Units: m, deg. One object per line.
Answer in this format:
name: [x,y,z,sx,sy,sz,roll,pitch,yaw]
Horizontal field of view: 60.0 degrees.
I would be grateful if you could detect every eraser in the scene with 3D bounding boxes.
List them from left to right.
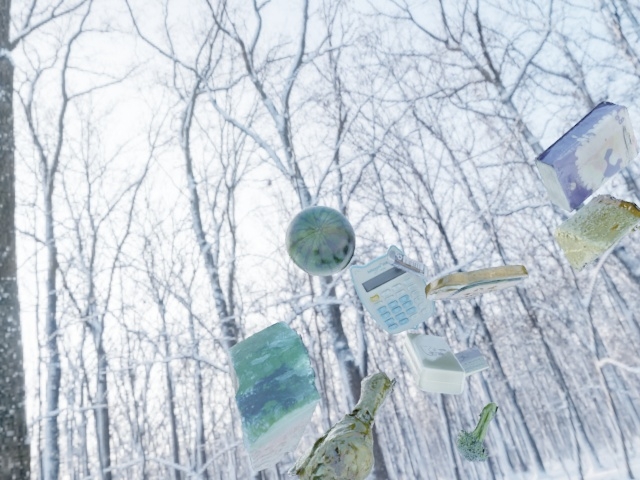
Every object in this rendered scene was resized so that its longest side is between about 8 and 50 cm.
eraser: [0.163,0.046,1.034,0.099,0.027,0.019,22,-35,-16]

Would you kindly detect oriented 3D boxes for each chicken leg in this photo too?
chicken leg: [0.093,0.528,1.553,0.201,0.429,0.153,-9,-59,43]

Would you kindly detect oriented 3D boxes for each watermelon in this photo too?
watermelon: [-0.126,0.356,1.217,0.151,0.264,0.302,0,-57,-23]
watermelon: [0.001,0.001,1.836,0.242,0.242,0.242,-11,-25,-5]

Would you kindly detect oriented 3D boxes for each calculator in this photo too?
calculator: [0.289,0.205,2.174,0.256,0.054,0.386,-29,-71,10]

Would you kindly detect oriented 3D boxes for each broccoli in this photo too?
broccoli: [0.510,0.610,1.784,0.118,0.204,0.122,12,-36,43]

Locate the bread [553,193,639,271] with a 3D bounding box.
bread: [1.057,0.004,2.023,0.248,0.315,0.279,-35,-66,3]

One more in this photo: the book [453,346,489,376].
book: [0.497,0.418,1.895,0.127,0.014,0.182,-22,8,7]

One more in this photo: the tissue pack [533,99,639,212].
tissue pack: [0.947,-0.299,1.964,0.343,0.125,0.242,-41,-57,-3]

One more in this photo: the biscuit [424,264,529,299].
biscuit: [0.508,0.154,1.843,0.343,0.057,0.287,-6,-18,-13]

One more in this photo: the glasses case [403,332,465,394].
glasses case: [0.341,0.370,1.697,0.131,0.070,0.313,7,9,-1]
